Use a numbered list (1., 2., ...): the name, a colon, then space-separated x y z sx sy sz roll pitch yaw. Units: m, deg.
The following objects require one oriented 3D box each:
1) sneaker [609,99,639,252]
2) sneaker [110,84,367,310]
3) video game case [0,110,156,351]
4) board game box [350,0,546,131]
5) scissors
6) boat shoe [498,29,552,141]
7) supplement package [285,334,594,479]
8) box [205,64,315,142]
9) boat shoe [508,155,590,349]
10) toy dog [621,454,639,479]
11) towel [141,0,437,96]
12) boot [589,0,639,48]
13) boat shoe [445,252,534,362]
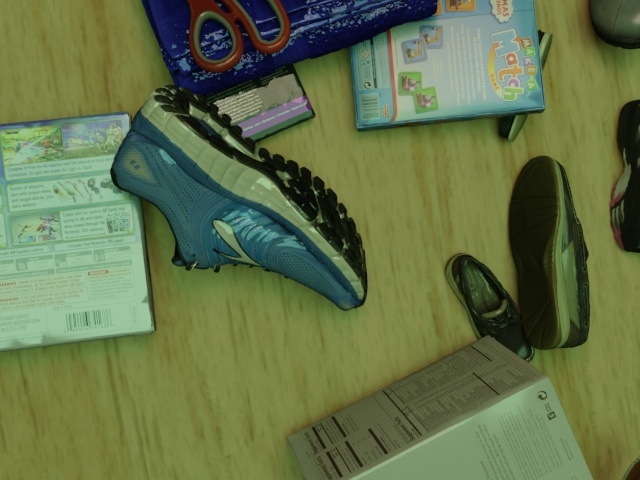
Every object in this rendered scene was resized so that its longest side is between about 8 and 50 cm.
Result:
1. sneaker: 0.392 -0.072 1.341 0.077 0.072 0.178 4 95 -17
2. sneaker: -0.084 -0.023 1.256 0.330 0.130 0.147 37 114 -18
3. video game case: -0.328 -0.005 1.260 0.269 0.061 0.244 -6 91 -6
4. board game box: 0.139 -0.213 1.301 0.211 0.039 0.160 -5 86 6
5. scissors: -0.143 -0.301 1.220 0.109 0.021 0.297 -33 74 -3
6. boat shoe: 0.230 -0.181 1.335 0.042 0.049 0.133 17 93 17
7. supplement package: 0.132 0.263 1.233 0.262 0.198 0.199 -26 102 -6
8. box: -0.090 -0.192 1.304 0.116 0.029 0.162 -24 93 -6
9. boat shoe: 0.270 0.016 1.327 0.073 0.080 0.224 7 75 -35
10. toy dog: 0.429 0.306 1.297 0.333 0.161 0.220 -43 94 -5
11. towel: -0.046 -0.303 1.257 0.308 0.076 0.228 -19 77 -4
12. boot: 0.350 -0.400 1.252 0.118 0.222 0.338 13 79 31
13. boat shoe: 0.197 0.083 1.326 0.056 0.049 0.152 -38 94 -5
